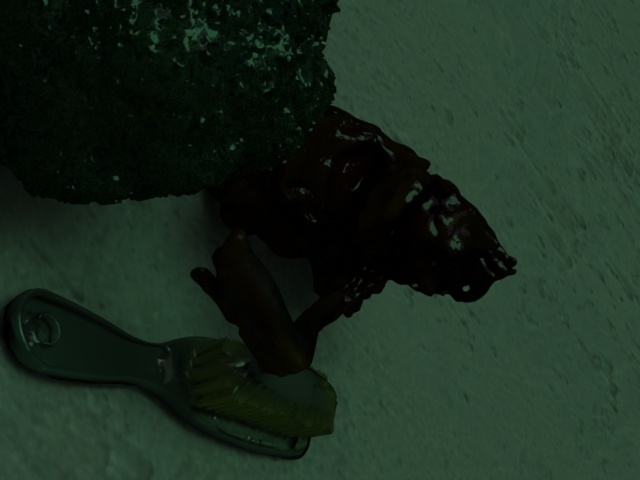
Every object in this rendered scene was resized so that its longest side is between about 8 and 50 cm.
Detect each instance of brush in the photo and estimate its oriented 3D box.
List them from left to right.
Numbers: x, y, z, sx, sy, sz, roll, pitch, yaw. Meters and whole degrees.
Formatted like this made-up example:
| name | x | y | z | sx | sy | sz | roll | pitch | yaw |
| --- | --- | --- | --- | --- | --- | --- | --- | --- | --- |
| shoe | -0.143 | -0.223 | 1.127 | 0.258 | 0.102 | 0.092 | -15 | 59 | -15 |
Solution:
| name | x | y | z | sx | sy | sz | roll | pitch | yaw |
| --- | --- | --- | --- | --- | --- | --- | --- | --- | --- |
| brush | -0.072 | 0.080 | 1.142 | 0.297 | 0.060 | 0.068 | 23 | 56 | -51 |

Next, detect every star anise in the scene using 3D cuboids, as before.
| name | x | y | z | sx | sy | sz | roll | pitch | yaw |
| --- | --- | --- | --- | --- | --- | --- | --- | --- | --- |
| star anise | 0.004 | -0.009 | 1.199 | 0.237 | 0.148 | 0.346 | 30 | 16 | 9 |

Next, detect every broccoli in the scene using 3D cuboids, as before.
| name | x | y | z | sx | sy | sz | roll | pitch | yaw |
| --- | --- | --- | --- | --- | --- | --- | --- | --- | --- |
| broccoli | -0.114 | -0.152 | 1.067 | 0.270 | 0.270 | 0.270 | 49 | 4 | -30 |
